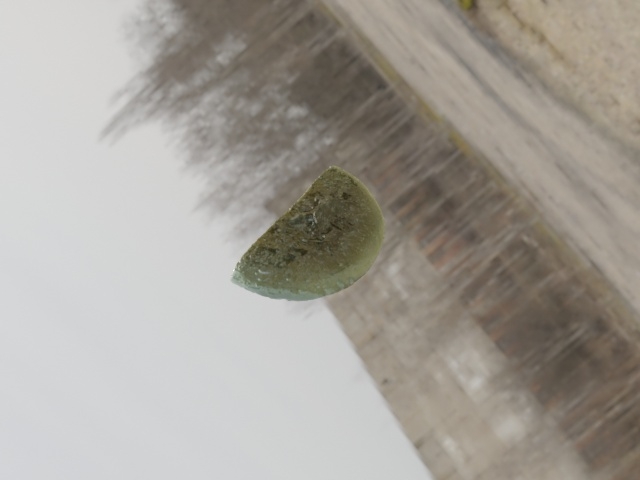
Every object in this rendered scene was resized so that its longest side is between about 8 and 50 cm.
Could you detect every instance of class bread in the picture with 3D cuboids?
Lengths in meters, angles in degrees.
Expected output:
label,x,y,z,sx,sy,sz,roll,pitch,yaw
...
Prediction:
label,x,y,z,sx,sy,sz,roll,pitch,yaw
bread,0.005,-0.001,1.266,0.112,0.193,0.036,29,146,21
